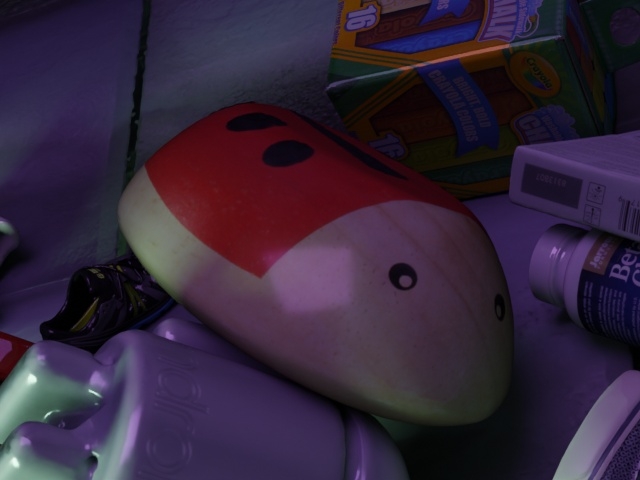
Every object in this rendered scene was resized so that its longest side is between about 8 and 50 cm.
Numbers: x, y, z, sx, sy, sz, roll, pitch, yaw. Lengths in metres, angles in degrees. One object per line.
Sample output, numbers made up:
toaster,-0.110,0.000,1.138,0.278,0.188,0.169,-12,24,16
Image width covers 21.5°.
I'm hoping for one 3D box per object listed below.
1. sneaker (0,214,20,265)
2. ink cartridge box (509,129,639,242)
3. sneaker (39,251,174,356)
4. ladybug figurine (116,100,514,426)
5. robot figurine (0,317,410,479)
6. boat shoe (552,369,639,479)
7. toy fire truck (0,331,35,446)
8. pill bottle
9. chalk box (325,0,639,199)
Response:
sneaker,-0.426,0.069,1.700,0.152,0.114,0.305,11,54,36
ink cartridge box,0.301,-0.045,1.415,0.189,0.066,0.232,19,16,39
sneaker,-0.195,0.047,1.627,0.188,0.078,0.067,-45,45,-18
ladybug figurine,0.000,0.000,1.394,0.449,0.305,0.162,36,106,52
robot figurine,-0.079,0.192,1.266,0.200,0.353,0.300,-46,31,46
boat shoe,0.221,0.264,1.156,0.158,0.127,0.340,16,74,32
toy fire truck,-0.312,0.163,1.419,0.254,0.302,0.169,12,76,25
pill bottle,0.259,0.038,1.376,0.169,0.094,0.094,17,60,39
chalk box,0.174,-0.167,1.556,0.289,0.180,0.179,-11,45,21
